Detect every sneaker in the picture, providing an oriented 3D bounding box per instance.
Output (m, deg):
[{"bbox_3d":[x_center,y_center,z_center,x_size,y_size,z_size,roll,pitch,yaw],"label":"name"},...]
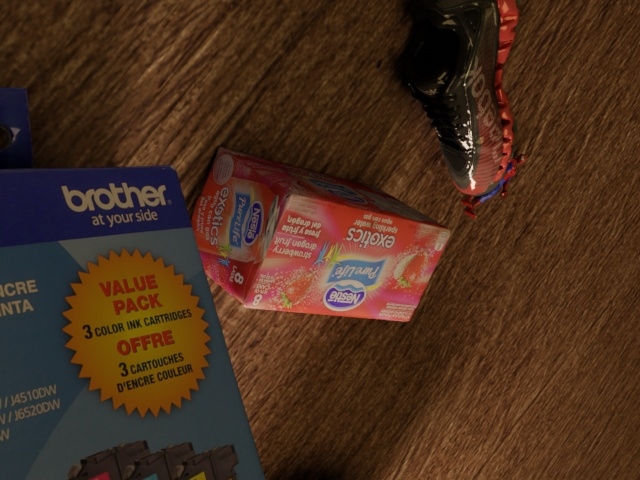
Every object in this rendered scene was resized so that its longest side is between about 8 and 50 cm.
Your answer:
[{"bbox_3d":[0.154,-0.164,0.905,0.135,0.098,0.276,-27,128,-28],"label":"sneaker"}]

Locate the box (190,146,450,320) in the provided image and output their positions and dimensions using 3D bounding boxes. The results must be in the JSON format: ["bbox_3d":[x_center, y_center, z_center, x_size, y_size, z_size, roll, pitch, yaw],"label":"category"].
[{"bbox_3d":[0.000,0.000,0.844,0.257,0.128,0.122,10,108,-46],"label":"box"}]

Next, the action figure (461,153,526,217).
[{"bbox_3d":[0.243,-0.079,1.089,0.115,0.030,0.038,-46,132,-14],"label":"action figure"}]

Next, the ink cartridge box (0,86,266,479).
[{"bbox_3d":[-0.196,0.103,0.495,0.270,0.151,0.395,-9,77,-48],"label":"ink cartridge box"}]

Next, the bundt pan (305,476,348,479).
[{"bbox_3d":[-0.031,0.469,1.110,0.331,0.124,0.330,-21,128,-31],"label":"bundt pan"}]
